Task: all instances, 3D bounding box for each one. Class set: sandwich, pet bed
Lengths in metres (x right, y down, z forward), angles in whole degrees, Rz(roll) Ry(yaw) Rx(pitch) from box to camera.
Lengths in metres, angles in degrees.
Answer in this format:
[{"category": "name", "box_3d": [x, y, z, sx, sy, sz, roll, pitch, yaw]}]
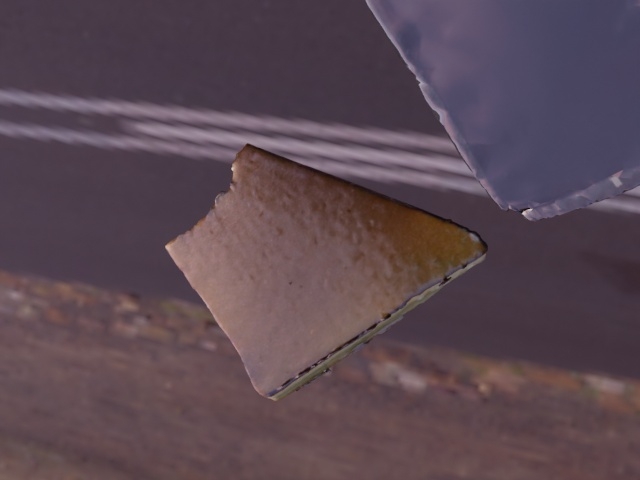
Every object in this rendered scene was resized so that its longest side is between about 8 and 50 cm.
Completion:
[{"category": "sandwich", "box_3d": [0.000, 0.000, 1.454, 0.186, 0.220, 0.108, 57, 180, 7]}, {"category": "pet bed", "box_3d": [0.140, -0.143, 0.883, 0.183, 0.159, 0.211, -26, 100, 44]}]
